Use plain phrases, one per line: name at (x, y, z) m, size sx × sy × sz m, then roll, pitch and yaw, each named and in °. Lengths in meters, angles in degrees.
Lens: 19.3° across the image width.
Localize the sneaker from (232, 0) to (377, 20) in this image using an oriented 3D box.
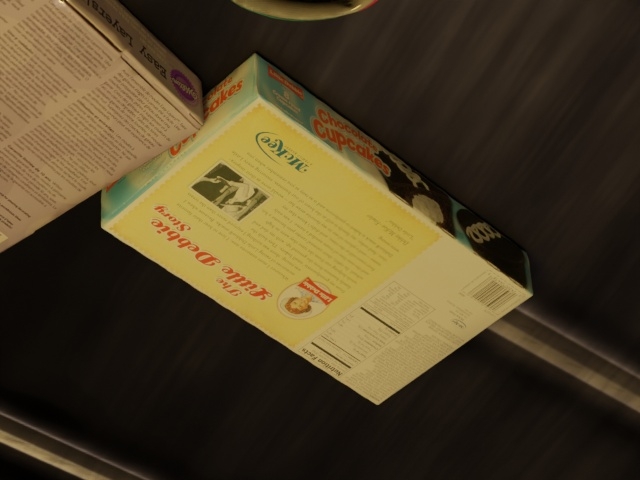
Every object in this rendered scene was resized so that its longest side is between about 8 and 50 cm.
sneaker at (-0.045, -0.248, 1.235) m, size 0.124 × 0.178 × 0.295 m, roll -35°, pitch 125°, yaw 26°

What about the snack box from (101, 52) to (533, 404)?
snack box at (0.000, 0.000, 1.553) m, size 0.322 × 0.060 × 0.187 m, roll 35°, pitch 122°, yaw -30°

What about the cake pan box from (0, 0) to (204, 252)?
cake pan box at (-0.256, -0.116, 1.425) m, size 0.245 × 0.070 × 0.267 m, roll -30°, pitch 128°, yaw 25°
